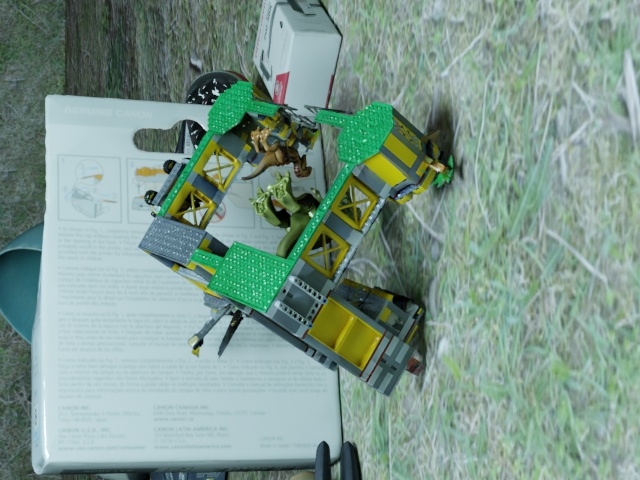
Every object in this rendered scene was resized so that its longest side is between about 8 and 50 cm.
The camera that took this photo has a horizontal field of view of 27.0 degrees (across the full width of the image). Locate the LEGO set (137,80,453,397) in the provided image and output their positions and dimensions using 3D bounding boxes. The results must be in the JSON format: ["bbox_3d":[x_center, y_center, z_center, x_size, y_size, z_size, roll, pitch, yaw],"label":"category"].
[{"bbox_3d":[0.000,0.000,1.222,0.331,0.192,0.255,6,65,50],"label":"LEGO set"}]

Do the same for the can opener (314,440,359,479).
[{"bbox_3d":[0.016,0.283,1.290,0.073,0.059,0.186,123,143,-59],"label":"can opener"}]

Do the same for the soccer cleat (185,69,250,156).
[{"bbox_3d":[-0.099,-0.050,1.638,0.116,0.108,0.318,-31,-64,-75],"label":"soccer cleat"}]

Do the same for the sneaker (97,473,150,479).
[{"bbox_3d":[-0.298,0.307,2.112,0.267,0.101,0.106,-89,20,-78],"label":"sneaker"}]

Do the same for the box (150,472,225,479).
[{"bbox_3d":[-0.195,0.331,1.922,0.233,0.059,0.183,-120,34,-59],"label":"box"}]

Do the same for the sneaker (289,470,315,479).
[{"bbox_3d":[-0.008,0.340,1.366,0.086,0.064,0.192,-136,50,-56],"label":"sneaker"}]

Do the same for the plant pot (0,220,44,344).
[{"bbox_3d":[-0.389,0.059,2.266,0.195,0.290,0.290,-58,-5,-40],"label":"plant pot"}]

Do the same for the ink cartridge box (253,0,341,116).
[{"bbox_3d":[-0.029,-0.211,1.470,0.135,0.056,0.099,-116,32,-54],"label":"ink cartridge box"}]

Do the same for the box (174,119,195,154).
[{"bbox_3d":[-0.197,0.032,1.855,0.295,0.073,0.293,113,164,-46],"label":"box"}]

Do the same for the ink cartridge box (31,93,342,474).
[{"bbox_3d":[-0.144,0.049,1.397,0.091,0.308,0.385,137,132,-64],"label":"ink cartridge box"}]
